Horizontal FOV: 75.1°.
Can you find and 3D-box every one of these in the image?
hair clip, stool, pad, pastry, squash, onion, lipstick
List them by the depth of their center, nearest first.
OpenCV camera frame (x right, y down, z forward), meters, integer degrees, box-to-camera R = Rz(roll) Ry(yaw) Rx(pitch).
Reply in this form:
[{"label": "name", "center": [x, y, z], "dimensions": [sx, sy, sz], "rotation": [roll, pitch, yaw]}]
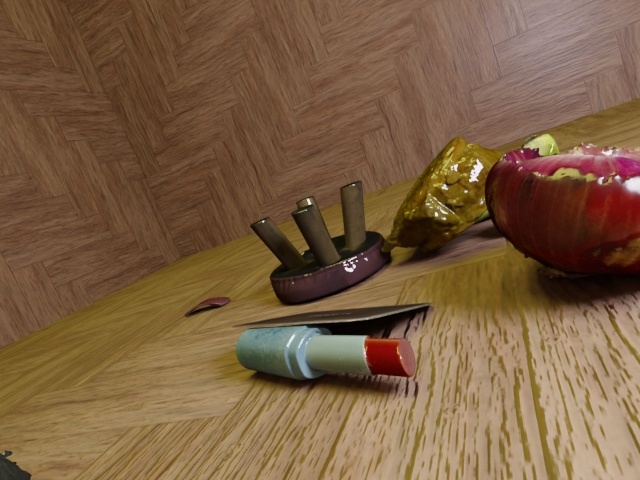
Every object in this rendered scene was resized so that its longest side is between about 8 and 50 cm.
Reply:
[{"label": "onion", "center": [0.311, -0.040, 0.468], "dimensions": [0.248, 0.161, 0.248], "rotation": [-19, 19, 7]}, {"label": "lipstick", "center": [-0.004, 0.131, 0.488], "dimensions": [0.068, 0.061, 0.274], "rotation": [-24, 7, -43]}, {"label": "pad", "center": [0.010, 0.107, 0.596], "dimensions": [0.266, 0.002, 0.176], "rotation": [-14, -9, 43]}, {"label": "pastry", "center": [0.247, -0.079, 0.800], "dimensions": [0.235, 0.132, 0.240], "rotation": [-55, -2, -40]}, {"label": "squash", "center": [0.363, -0.102, 0.882], "dimensions": [0.252, 0.093, 0.169], "rotation": [-20, -36, 5]}, {"label": "stool", "center": [0.000, 0.000, 0.900], "dimensions": [0.272, 0.178, 0.272], "rotation": [-21, 10, 4]}, {"label": "hair clip", "center": [-0.302, 0.171, 1.105], "dimensions": [0.137, 0.022, 0.054], "rotation": [-18, 6, 23]}]

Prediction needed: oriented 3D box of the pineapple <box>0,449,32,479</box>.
[{"label": "pineapple", "center": [-0.452, 0.285, 0.429], "dimensions": [0.279, 0.157, 0.158], "rotation": [-11, 7, -7]}]
